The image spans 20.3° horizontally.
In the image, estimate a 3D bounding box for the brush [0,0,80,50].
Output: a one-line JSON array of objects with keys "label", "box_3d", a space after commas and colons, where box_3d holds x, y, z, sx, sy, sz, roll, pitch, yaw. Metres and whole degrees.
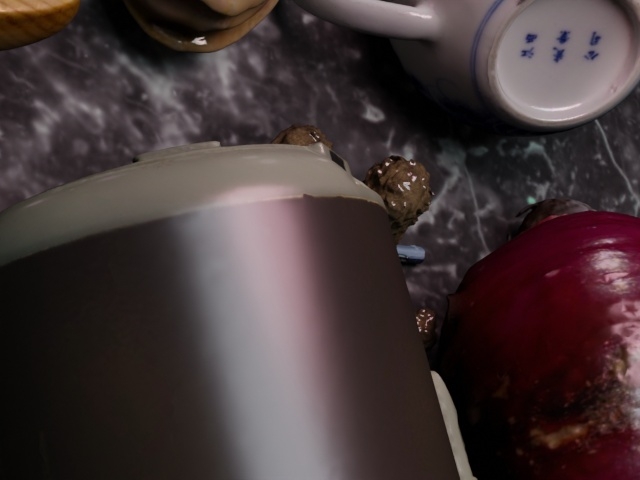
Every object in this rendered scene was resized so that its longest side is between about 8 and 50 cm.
[{"label": "brush", "box_3d": [-0.306, -0.189, 1.214, 0.267, 0.166, 0.174, 28, 55, -27]}]

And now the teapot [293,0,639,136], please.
[{"label": "teapot", "box_3d": [0.170, -0.232, 1.579, 0.424, 0.252, 0.280, -2, 36, -16]}]

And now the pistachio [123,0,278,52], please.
[{"label": "pistachio", "box_3d": [-0.094, -0.291, 1.432, 0.181, 0.162, 0.293, 5, 72, -18]}]

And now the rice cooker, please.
[{"label": "rice cooker", "box_3d": [-0.074, 0.130, 1.157, 0.335, 0.335, 0.325, -6, 75, -40]}]

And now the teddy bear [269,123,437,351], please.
[{"label": "teddy bear", "box_3d": [0.008, 0.043, 1.395, 0.182, 0.129, 0.251, 10, 90, -11]}]

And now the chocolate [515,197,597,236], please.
[{"label": "chocolate", "box_3d": [0.275, 0.050, 1.615, 0.248, 0.110, 0.110, 30, 55, -20]}]

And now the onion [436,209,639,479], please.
[{"label": "onion", "box_3d": [0.282, 0.117, 1.392, 0.348, 0.385, 0.348, 62, 10, -20]}]

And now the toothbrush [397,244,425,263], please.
[{"label": "toothbrush", "box_3d": [0.000, 0.000, 1.476, 0.219, 0.016, 0.019, 8, 91, -36]}]
